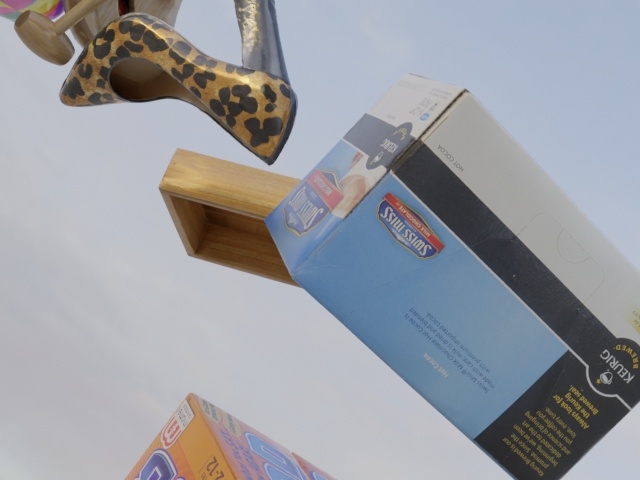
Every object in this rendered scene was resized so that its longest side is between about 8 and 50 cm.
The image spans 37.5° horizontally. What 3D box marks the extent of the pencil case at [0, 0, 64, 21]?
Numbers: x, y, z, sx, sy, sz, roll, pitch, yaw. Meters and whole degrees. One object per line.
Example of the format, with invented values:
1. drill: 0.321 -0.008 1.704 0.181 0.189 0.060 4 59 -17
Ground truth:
1. pencil case: -0.335 -0.289 0.958 0.104 0.104 0.236 32 7 7

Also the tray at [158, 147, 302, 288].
1. tray: 0.000 0.000 1.284 0.410 0.076 0.203 16 -25 12

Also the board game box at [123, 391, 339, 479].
1. board game box: -0.088 0.475 1.140 0.356 0.356 0.356 37 0 -25

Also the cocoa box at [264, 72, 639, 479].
1. cocoa box: 0.148 0.037 0.948 0.347 0.228 0.231 43 4 -16

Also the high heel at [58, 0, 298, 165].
1. high heel: -0.146 -0.126 0.900 0.261 0.186 0.093 -19 -24 22

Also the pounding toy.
1. pounding toy: -0.180 -0.259 0.997 0.155 0.269 0.154 28 -18 41
